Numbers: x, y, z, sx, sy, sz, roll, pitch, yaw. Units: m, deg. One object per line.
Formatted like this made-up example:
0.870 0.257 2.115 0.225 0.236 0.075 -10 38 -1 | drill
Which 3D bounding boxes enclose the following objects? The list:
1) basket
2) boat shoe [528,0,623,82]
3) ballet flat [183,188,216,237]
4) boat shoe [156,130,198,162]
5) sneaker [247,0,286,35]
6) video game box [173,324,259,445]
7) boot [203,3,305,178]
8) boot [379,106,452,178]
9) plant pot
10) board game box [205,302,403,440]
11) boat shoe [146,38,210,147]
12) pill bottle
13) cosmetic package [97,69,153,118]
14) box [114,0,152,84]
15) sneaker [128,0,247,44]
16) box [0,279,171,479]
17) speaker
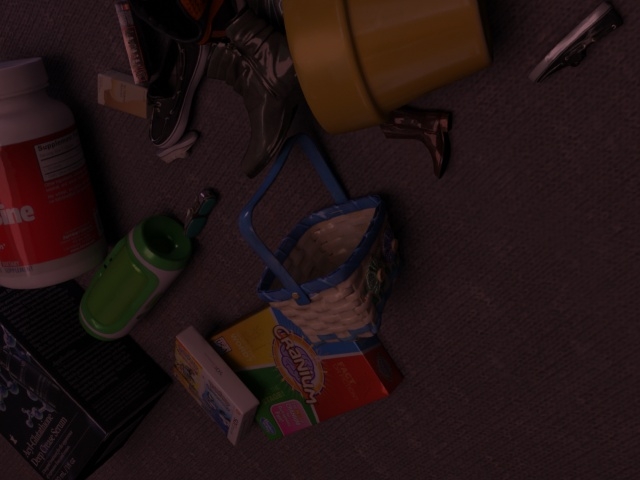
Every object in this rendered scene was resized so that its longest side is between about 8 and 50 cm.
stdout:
0.000 0.000 1.307 0.201 0.254 0.289 -21 119 37 | basket
0.340 -0.256 1.107 0.040 0.049 0.142 47 125 3 | boat shoe
-0.228 -0.054 1.545 0.041 0.041 0.114 42 126 7 | ballet flat
-0.254 -0.167 1.510 0.100 0.035 0.035 -23 126 32 | boat shoe
-0.064 -0.316 1.284 0.106 0.101 0.267 16 120 21 | sneaker
-0.209 0.288 1.623 0.205 0.048 0.187 45 148 17 | video game box
-0.109 -0.227 1.269 0.161 0.083 0.246 27 119 -7 | boot
0.142 -0.154 1.276 0.114 0.037 0.106 10 104 23 | boot
0.102 -0.292 1.125 0.239 0.254 0.254 -10 107 17 | plant pot
-0.038 0.220 1.539 0.316 0.064 0.242 -30 95 37 | board game box
-0.263 -0.256 1.429 0.080 0.076 0.228 54 129 27 | boat shoe
-0.565 -0.131 1.584 0.229 0.229 0.407 2 113 30 | pill bottle
-0.349 -0.267 1.509 0.115 0.041 0.060 19 120 22 | cosmetic package
-0.322 -0.343 1.428 0.027 0.094 0.137 -13 108 -5 | box
-0.230 -0.454 1.266 0.125 0.180 0.321 -17 103 35 | sneaker
-0.576 0.297 1.800 0.395 0.212 0.293 44 127 7 | box
-0.370 0.079 1.632 0.131 0.131 0.296 47 127 3 | speaker
